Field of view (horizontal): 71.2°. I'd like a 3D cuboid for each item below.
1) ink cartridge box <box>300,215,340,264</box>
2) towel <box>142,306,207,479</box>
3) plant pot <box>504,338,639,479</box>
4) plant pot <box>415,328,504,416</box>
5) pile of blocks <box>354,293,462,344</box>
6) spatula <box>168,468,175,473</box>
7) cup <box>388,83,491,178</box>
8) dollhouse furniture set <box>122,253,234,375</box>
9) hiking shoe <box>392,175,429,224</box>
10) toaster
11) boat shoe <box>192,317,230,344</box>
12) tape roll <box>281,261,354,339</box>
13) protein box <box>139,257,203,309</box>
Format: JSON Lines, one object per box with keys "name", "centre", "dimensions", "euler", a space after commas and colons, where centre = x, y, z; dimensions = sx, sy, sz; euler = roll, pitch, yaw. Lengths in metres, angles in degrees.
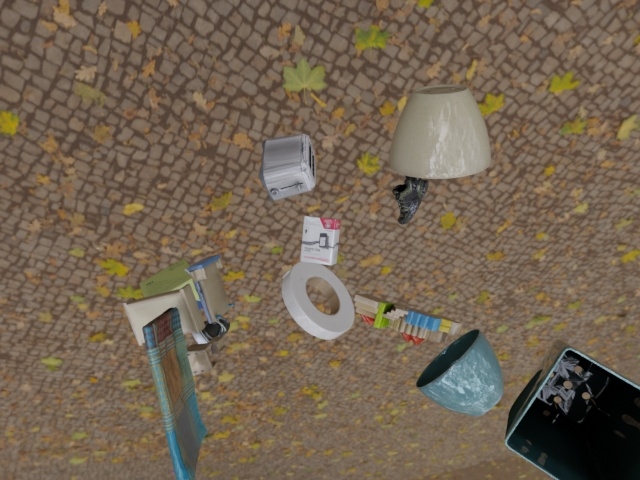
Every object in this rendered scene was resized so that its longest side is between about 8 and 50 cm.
{"name": "ink cartridge box", "centre": [0.000, 0.000, 1.446], "dimensions": [0.109, 0.063, 0.151], "euler": [7, 96, 16]}
{"name": "towel", "centre": [-0.349, 0.362, 1.099], "dimensions": [0.040, 0.370, 0.271], "euler": [-12, -178, -7]}
{"name": "plant pot", "centre": [0.399, 0.252, 0.688], "dimensions": [0.166, 0.165, 0.234], "euler": [-62, 161, 10]}
{"name": "plant pot", "centre": [0.494, 0.468, 1.504], "dimensions": [0.290, 0.195, 0.290], "euler": [-41, 171, -8]}
{"name": "pile of blocks", "centre": [0.276, 0.276, 1.460], "dimensions": [0.362, 0.149, 0.113], "euler": [15, 92, 6]}
{"name": "spatula", "centre": [-0.468, 0.942, 1.658], "dimensions": [0.030, 0.296, 0.084], "euler": [-49, 135, -18]}
{"name": "cup", "centre": [0.382, -0.366, 1.438], "dimensions": [0.331, 0.331, 0.237], "euler": [-9, 118, -3]}
{"name": "dollhouse furniture set", "centre": [-0.410, 0.227, 1.408], "dimensions": [0.198, 0.303, 0.287], "euler": [-14, 101, 14]}
{"name": "hiking shoe", "centre": [0.320, -0.158, 1.671], "dimensions": [0.114, 0.086, 0.227], "euler": [30, 137, 11]}
{"name": "toaster", "centre": [-0.096, -0.231, 1.347], "dimensions": [0.146, 0.227, 0.129], "euler": [-9, 141, 9]}
{"name": "boat shoe", "centre": [-0.481, 0.390, 1.993], "dimensions": [0.119, 0.335, 0.121], "euler": [-34, 91, -3]}
{"name": "tape roll", "centre": [-0.008, 0.269, 2.070], "dimensions": [0.392, 0.392, 0.072], "euler": [24, 129, -32]}
{"name": "protein box", "centre": [-0.555, 0.201, 1.709], "dimensions": [0.199, 0.201, 0.136], "euler": [-32, 120, -17]}
